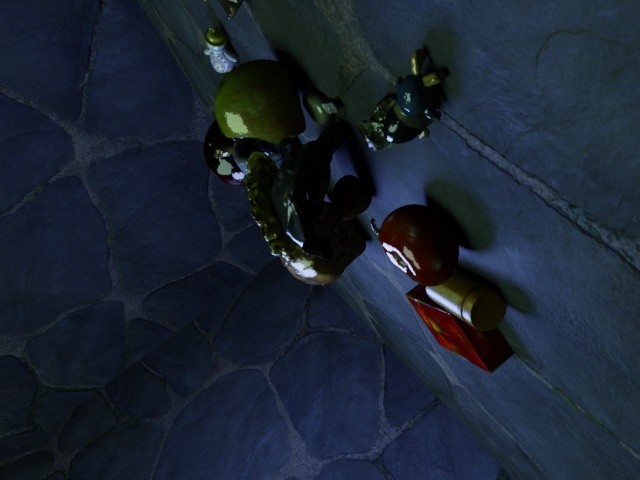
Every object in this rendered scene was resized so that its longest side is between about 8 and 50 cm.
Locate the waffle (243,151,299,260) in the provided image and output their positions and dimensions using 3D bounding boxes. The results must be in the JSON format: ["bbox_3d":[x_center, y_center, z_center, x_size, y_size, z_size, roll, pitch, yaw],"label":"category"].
[{"bbox_3d":[-0.129,-0.103,1.611,0.329,0.062,0.329,-16,-90,-76],"label":"waffle"}]

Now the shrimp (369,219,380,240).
[{"bbox_3d":[0.180,-0.027,1.809,0.083,0.023,0.114,60,174,-23],"label":"shrimp"}]

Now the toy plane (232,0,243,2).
[{"bbox_3d":[-0.271,-0.658,1.302,0.182,0.107,0.273,38,155,15],"label":"toy plane"}]

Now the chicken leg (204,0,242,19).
[{"bbox_3d":[-0.350,-0.726,1.451,0.409,0.182,0.295,44,155,9],"label":"chicken leg"}]

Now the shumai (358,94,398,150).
[{"bbox_3d":[0.122,-0.214,1.106,0.099,0.087,0.124,55,171,-1],"label":"shumai"}]

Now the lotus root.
[{"bbox_3d":[0.000,0.000,2.057,0.316,0.316,0.250,56,156,-18],"label":"lotus root"}]

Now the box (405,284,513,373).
[{"bbox_3d":[0.365,0.223,1.587,0.197,0.089,0.313,53,173,-10],"label":"box"}]

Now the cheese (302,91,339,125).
[{"bbox_3d":[0.008,-0.327,1.444,0.097,0.037,0.192,55,173,-19],"label":"cheese"}]

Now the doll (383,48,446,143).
[{"bbox_3d":[0.152,-0.222,0.945,0.102,0.089,0.179,51,148,15],"label":"doll"}]

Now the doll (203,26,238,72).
[{"bbox_3d":[-0.338,-0.636,1.951,0.129,0.081,0.207,20,159,15],"label":"doll"}]

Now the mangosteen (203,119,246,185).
[{"bbox_3d":[-0.327,-0.359,2.279,0.297,0.297,0.293,51,-148,16],"label":"mangosteen"}]

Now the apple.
[{"bbox_3d":[-0.160,-0.348,1.539,0.246,0.226,0.246,-11,-90,-88],"label":"apple"}]

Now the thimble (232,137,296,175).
[{"bbox_3d":[-0.181,-0.298,2.069,0.245,0.217,0.157,20,154,41],"label":"thimble"}]

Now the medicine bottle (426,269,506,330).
[{"bbox_3d":[0.331,0.130,1.347,0.096,0.096,0.192,57,171,-24],"label":"medicine bottle"}]

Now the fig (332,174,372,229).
[{"bbox_3d":[0.073,-0.105,1.637,0.119,0.153,0.119,37,-171,-7],"label":"fig"}]

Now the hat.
[{"bbox_3d":[-0.055,-0.144,1.581,0.381,0.257,0.367,23,109,59],"label":"hat"}]

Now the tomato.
[{"bbox_3d":[0.224,0.008,1.293,0.195,0.136,0.195,49,171,10],"label":"tomato"}]
